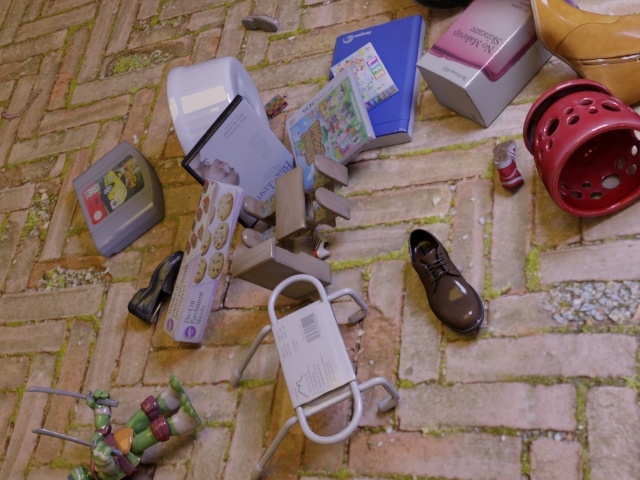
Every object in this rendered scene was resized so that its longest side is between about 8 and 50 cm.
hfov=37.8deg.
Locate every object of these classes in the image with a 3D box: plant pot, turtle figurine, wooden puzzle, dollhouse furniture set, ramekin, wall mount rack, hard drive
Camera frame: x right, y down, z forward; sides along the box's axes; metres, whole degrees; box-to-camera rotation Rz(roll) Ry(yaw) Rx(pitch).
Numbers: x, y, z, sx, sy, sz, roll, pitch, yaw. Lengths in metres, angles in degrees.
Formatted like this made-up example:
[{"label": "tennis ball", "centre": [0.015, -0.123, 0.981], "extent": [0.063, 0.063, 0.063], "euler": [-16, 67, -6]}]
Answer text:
[{"label": "plant pot", "centre": [0.446, -0.162, 1.563], "extent": [0.191, 0.191, 0.174], "euler": [-29, 39, 12]}, {"label": "turtle figurine", "centre": [-0.375, 0.329, 1.713], "extent": [0.266, 0.198, 0.275], "euler": [-30, 87, -11]}, {"label": "wooden puzzle", "centre": [-0.104, -0.308, 2.144], "extent": [0.083, 0.006, 0.049], "euler": [-41, 46, 2]}, {"label": "dollhouse furniture set", "centre": [-0.073, -0.033, 1.785], "extent": [0.212, 0.161, 0.242], "euler": [-26, 54, 37]}, {"label": "ramekin", "centre": [-0.206, -0.258, 2.000], "extent": [0.135, 0.277, 0.277], "euler": [-17, 51, 13]}, {"label": "wall mount rack", "centre": [-0.035, 0.243, 1.633], "extent": [0.304, 0.130, 0.350], "euler": [-27, 48, 9]}, {"label": "hard drive", "centre": [0.110, -0.331, 1.997], "extent": [0.210, 0.040, 0.319], "euler": [-9, 55, 28]}]

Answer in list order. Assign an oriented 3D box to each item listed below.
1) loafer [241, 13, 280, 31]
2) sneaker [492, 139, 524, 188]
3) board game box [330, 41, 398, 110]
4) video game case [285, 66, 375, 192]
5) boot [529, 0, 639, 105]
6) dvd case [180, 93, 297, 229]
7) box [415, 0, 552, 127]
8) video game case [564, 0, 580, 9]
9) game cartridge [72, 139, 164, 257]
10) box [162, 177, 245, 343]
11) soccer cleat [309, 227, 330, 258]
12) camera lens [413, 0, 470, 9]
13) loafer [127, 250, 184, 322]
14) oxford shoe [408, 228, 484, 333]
[{"label": "loafer", "centre": [-0.144, -0.547, 2.317], "extent": [0.125, 0.045, 0.039], "euler": [15, 61, 42]}, {"label": "sneaker", "centre": [0.345, -0.137, 1.713], "extent": [0.042, 0.067, 0.118], "euler": [-18, 21, 25]}, {"label": "board game box", "centre": [0.091, -0.339, 1.967], "extent": [0.103, 0.026, 0.154], "euler": [-32, 47, 10]}, {"label": "video game case", "centre": [0.016, -0.228, 1.927], "extent": [0.193, 0.023, 0.212], "euler": [-39, 46, 28]}, {"label": "boot", "centre": [0.496, -0.377, 1.663], "extent": [0.211, 0.104, 0.295], "euler": [-17, 94, 17]}, {"label": "dvd case", "centre": [-0.155, -0.152, 1.896], "extent": [0.022, 0.253, 0.180], "euler": [31, 79, 40]}, {"label": "box", "centre": [0.327, -0.363, 1.818], "extent": [0.232, 0.127, 0.148], "euler": [-48, 47, -5]}, {"label": "video game case", "centre": [0.362, -0.510, 1.800], "extent": [0.196, 0.274, 0.026], "euler": [23, 87, 41]}, {"label": "game cartridge", "centre": [-0.476, -0.110, 2.217], "extent": [0.196, 0.060, 0.294], "euler": [-35, 46, 2]}, {"label": "box", "centre": [-0.230, 0.041, 1.842], "extent": [0.063, 0.067, 0.324], "euler": [26, 100, 51]}, {"label": "soccer cleat", "centre": [0.000, 0.000, 1.845], "extent": [0.035, 0.029, 0.083], "euler": [-15, 52, 10]}, {"label": "camera lens", "centre": [0.253, -0.650, 2.007], "extent": [0.219, 0.219, 0.274], "euler": [-26, 48, 16]}, {"label": "loafer", "centre": [-0.331, 0.099, 1.976], "extent": [0.061, 0.062, 0.170], "euler": [34, 83, 21]}, {"label": "oxford shoe", "centre": [0.205, 0.067, 1.615], "extent": [0.083, 0.096, 0.227], "euler": [-35, 48, 5]}]
